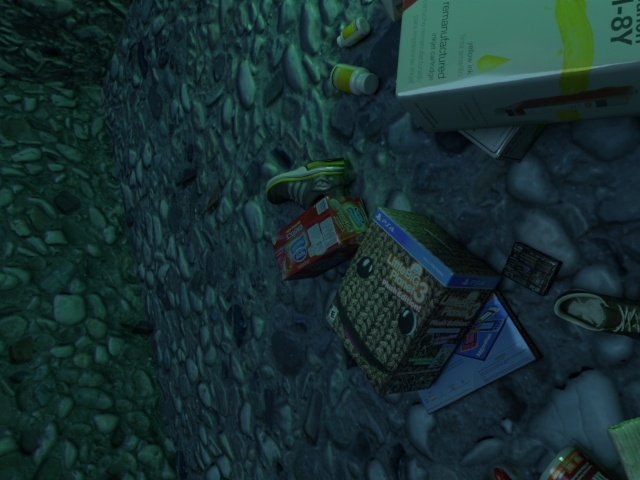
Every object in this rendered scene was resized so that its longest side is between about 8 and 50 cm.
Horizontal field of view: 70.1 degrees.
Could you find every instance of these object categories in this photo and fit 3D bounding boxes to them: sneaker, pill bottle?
[{"bbox_3d":[0.441,0.116,0.669,0.192,0.086,0.064,13,101,48],"label":"sneaker"},{"bbox_3d":[-0.046,-0.128,1.222,0.300,0.111,0.121,-13,85,51],"label":"sneaker"},{"bbox_3d":[0.426,0.400,0.697,0.152,0.086,0.086,38,119,41],"label":"pill bottle"},{"bbox_3d":[0.078,-0.501,1.106,0.083,0.043,0.043,-15,80,48],"label":"pill bottle"},{"bbox_3d":[0.082,-0.383,1.090,0.116,0.065,0.065,34,116,45],"label":"pill bottle"}]

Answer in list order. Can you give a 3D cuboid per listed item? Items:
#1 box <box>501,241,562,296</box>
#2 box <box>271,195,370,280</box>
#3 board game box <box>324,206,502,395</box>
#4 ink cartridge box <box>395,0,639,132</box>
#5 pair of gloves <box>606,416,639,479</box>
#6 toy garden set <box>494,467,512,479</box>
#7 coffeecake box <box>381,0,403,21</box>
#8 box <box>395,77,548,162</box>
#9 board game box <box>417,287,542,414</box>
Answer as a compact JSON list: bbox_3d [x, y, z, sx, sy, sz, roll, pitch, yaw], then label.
[{"bbox_3d":[0.370,0.049,0.803,0.083,0.018,0.067,34,117,44],"label":"box"},{"bbox_3d":[0.000,0.000,1.155,0.257,0.123,0.128,-34,65,45],"label":"box"},{"bbox_3d":[0.168,0.119,0.920,0.232,0.141,0.290,49,124,45],"label":"board game box"},{"bbox_3d":[0.319,-0.319,0.625,0.385,0.160,0.278,2,83,31],"label":"ink cartridge box"},{"bbox_3d":[0.490,0.302,0.541,0.042,0.240,0.204,74,-173,-81],"label":"pair of gloves"},{"bbox_3d":[0.380,0.513,0.789,0.244,0.049,0.203,37,120,43],"label":"toy garden set"},{"bbox_3d":[0.140,-0.571,0.923,0.068,0.185,0.142,-24,68,7],"label":"coffeecake box"},{"bbox_3d":[0.288,-0.290,0.834,0.290,0.087,0.169,51,127,36],"label":"box"},{"bbox_3d":[0.280,0.228,0.908,0.281,0.027,0.145,-48,57,39],"label":"board game box"}]
